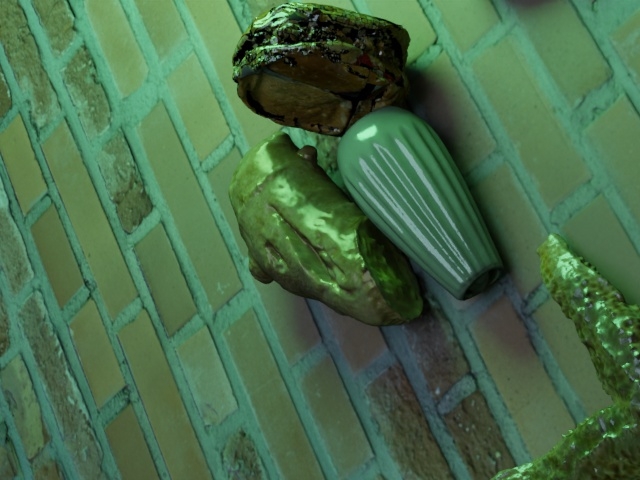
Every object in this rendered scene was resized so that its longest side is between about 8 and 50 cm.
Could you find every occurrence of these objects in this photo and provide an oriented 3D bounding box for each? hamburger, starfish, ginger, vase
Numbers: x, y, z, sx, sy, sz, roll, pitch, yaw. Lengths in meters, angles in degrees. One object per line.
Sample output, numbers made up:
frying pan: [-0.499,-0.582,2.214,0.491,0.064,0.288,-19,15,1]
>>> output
hamburger: [0.001,-0.210,2.001,0.231,0.231,0.107,-11,65,40]
starfish: [0.334,0.131,1.745,0.432,0.082,0.324,-15,77,42]
ginger: [0.000,0.000,2.026,0.354,0.126,0.190,37,106,40]
vase: [0.123,-0.040,1.928,0.128,0.128,0.248,-47,65,27]
